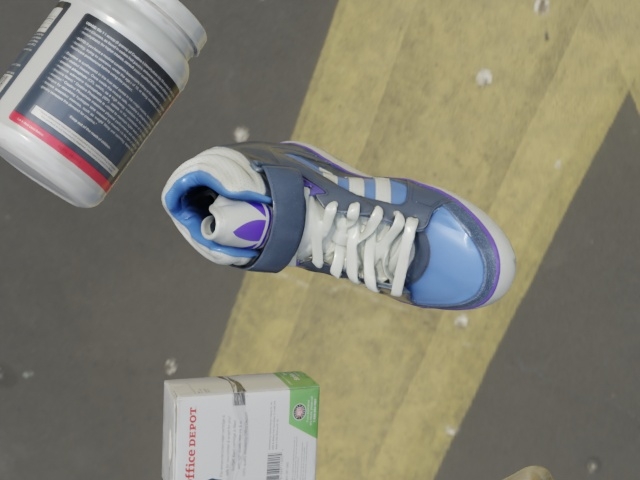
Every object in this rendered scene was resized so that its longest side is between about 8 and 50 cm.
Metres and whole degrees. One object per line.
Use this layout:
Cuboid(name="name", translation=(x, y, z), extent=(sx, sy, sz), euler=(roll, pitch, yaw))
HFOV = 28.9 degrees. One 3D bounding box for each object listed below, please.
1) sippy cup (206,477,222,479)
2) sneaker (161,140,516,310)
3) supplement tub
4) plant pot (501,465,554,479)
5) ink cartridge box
Cuboid(name="sippy cup", translation=(-0.162, 0.381, 1.364), extent=(0.305, 0.224, 0.240), euler=(6, 111, 36))
Cuboid(name="sneaker", translation=(0.000, -0.001, 1.197), extent=(0.323, 0.236, 0.130), euler=(27, 115, 28))
Cuboid(name="supplement tub", translation=(-0.288, -0.196, 1.567), extent=(0.191, 0.191, 0.272), euler=(36, 81, -6))
Cuboid(name="plant pot", translation=(0.109, 0.347, 0.977), extent=(0.305, 0.334, 0.334), euler=(-38, 104, 13))
Cuboid(name="ink cartridge box", translation=(-0.119, 0.282, 1.821), extent=(0.219, 0.092, 0.160), euler=(-1, 102, -20))
